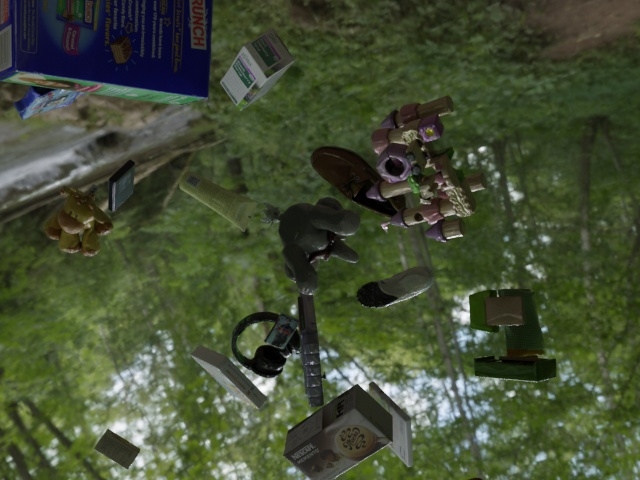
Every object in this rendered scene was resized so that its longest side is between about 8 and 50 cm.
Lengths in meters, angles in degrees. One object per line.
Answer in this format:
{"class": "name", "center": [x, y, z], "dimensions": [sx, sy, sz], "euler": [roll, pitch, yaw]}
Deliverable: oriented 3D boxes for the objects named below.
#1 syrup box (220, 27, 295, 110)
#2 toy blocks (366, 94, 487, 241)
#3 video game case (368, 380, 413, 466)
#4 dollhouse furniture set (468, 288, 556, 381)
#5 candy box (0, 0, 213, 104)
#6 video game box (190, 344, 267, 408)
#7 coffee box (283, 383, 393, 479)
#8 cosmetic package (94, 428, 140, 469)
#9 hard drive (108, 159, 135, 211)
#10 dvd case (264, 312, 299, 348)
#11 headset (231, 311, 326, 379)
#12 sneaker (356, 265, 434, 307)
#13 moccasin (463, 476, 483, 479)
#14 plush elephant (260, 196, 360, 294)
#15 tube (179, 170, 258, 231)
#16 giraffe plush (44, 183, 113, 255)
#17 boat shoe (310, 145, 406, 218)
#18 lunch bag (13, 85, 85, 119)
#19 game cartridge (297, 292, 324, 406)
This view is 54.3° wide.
{"class": "syrup box", "center": [-0.159, -0.414, 1.532], "dimensions": [0.096, 0.093, 0.237], "euler": [-40, -172, -21]}
{"class": "toy blocks", "center": [0.201, -0.143, 1.482], "dimensions": [0.260, 0.289, 0.309], "euler": [-12, -150, 35]}
{"class": "video game case", "center": [0.235, 0.611, 2.083], "dimensions": [0.026, 0.227, 0.206], "euler": [-24, -144, -23]}
{"class": "dollhouse furniture set", "center": [0.488, 0.207, 1.438], "dimensions": [0.151, 0.198, 0.301], "euler": [-8, 171, 43]}
{"class": "candy box", "center": [-0.338, -0.374, 1.008], "dimensions": [0.317, 0.268, 0.122], "euler": [-1, -174, -39]}
{"class": "video game box", "center": [-0.266, 0.391, 1.802], "dimensions": [0.048, 0.187, 0.205], "euler": [-46, -156, -23]}
{"class": "coffee box", "center": [0.053, 0.588, 1.879], "dimensions": [0.297, 0.168, 0.119], "euler": [-39, -164, 21]}
{"class": "cosmetic package", "center": [-0.580, 0.597, 1.787], "dimensions": [0.060, 0.115, 0.041], "euler": [-54, -172, -7]}
{"class": "hard drive", "center": [-0.553, -0.151, 1.736], "dimensions": [0.094, 0.022, 0.135], "euler": [-57, 176, -38]}
{"class": "dvd case", "center": [-0.131, 0.314, 2.162], "dimensions": [0.119, 0.087, 0.013], "euler": [-59, -144, 4]}
{"class": "headset", "center": [-0.154, 0.434, 2.369], "dimensions": [0.243, 0.394, 0.185], "euler": [-49, -154, 15]}
{"class": "sneaker", "center": [0.217, 0.138, 1.798], "dimensions": [0.237, 0.085, 0.086], "euler": [-20, 169, 23]}
{"class": "moccasin", "center": [0.218, 0.622, 1.361], "dimensions": [0.380, 0.139, 0.147], "euler": [-50, -152, 37]}
{"class": "plush elephant", "center": [0.000, 0.000, 1.858], "dimensions": [0.330, 0.272, 0.255], "euler": [34, -171, 39]}
{"class": "tube", "center": [-0.291, -0.118, 1.771], "dimensions": [0.240, 0.070, 0.062], "euler": [28, -130, 19]}
{"class": "giraffe plush", "center": [-0.662, -0.069, 1.723], "dimensions": [0.181, 0.210, 0.170], "euler": [14, 173, -18]}
{"class": "boat shoe", "center": [0.107, -0.165, 1.744], "dimensions": [0.111, 0.307, 0.104], "euler": [-61, -179, 24]}
{"class": "lunch bag", "center": [-0.699, -0.436, 1.684], "dimensions": [0.293, 0.138, 0.221], "euler": [-44, -160, -30]}
{"class": "game cartridge", "center": [-0.035, 0.324, 1.966], "dimensions": [0.068, 0.230, 0.355], "euler": [-9, -159, -1]}
